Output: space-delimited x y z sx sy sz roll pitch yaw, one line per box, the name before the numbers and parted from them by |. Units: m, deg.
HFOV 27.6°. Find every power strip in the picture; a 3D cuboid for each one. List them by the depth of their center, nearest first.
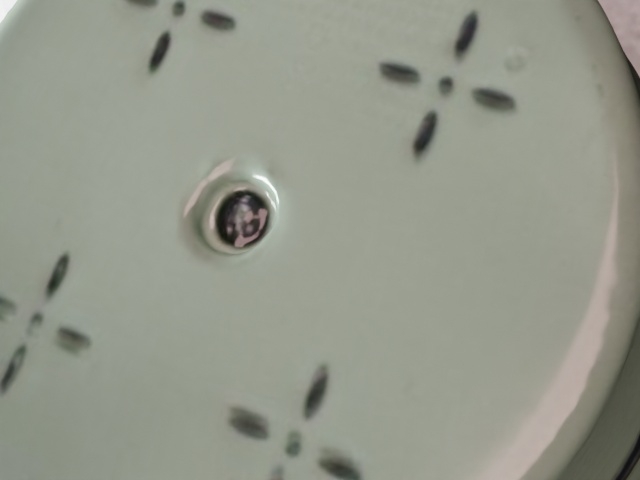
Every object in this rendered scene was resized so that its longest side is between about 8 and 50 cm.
power strip | 0.000 0.000 0.589 0.357 0.161 0.358 -7 72 22
